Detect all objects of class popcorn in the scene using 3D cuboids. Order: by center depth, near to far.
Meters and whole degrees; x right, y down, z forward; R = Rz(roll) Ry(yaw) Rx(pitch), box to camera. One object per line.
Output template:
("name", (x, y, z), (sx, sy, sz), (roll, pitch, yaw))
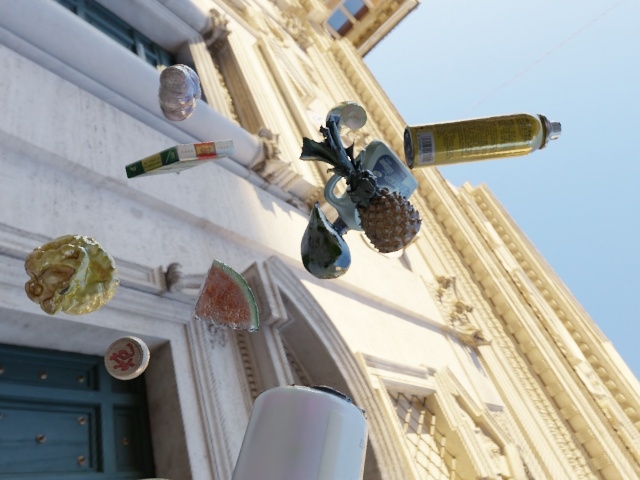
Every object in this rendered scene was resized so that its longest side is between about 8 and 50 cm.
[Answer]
("popcorn", (-0.507, 0.072, 1.011), (0.170, 0.180, 0.180), (154, -47, -76))

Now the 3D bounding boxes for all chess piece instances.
("chess piece", (-0.378, 0.229, 0.968), (0.084, 0.038, 0.083), (0, -106, -1))

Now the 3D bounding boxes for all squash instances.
("squash", (0.064, -0.323, 1.303), (0.083, 0.083, 0.250), (-60, -167, 3))

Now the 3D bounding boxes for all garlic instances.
("garlic", (-0.357, -0.374, 1.257), (0.159, 0.102, 0.147), (137, -38, -71))

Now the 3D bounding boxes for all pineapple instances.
("pineapple", (0.072, -0.100, 0.932), (0.130, 0.277, 0.119), (-45, -169, -30))

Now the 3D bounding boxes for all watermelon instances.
("watermelon", (-0.366, 0.231, 1.835), (0.232, 0.310, 0.193), (-33, -176, -19))

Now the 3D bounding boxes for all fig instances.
("fig", (0.000, 0.000, 1.069), (0.117, 0.117, 0.177), (-33, -114, 25))

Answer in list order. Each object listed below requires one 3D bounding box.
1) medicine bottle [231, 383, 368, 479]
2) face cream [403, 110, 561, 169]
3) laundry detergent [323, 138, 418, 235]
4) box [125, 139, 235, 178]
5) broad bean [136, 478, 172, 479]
("medicine bottle", (-0.050, 0.438, 0.775), (0.213, 0.213, 0.378), (-20, -143, 32))
("face cream", (0.372, -0.233, 1.131), (0.349, 0.105, 0.105), (-8, -118, -1))
("laundry detergent", (0.118, -0.125, 1.395), (0.280, 0.215, 0.105), (-43, -153, 3))
("box", (-0.300, -0.169, 1.040), (0.235, 0.132, 0.034), (-5, -82, 45))
("broad bean", (-0.258, 0.394, 0.611), (0.121, 0.263, 0.189), (16, -93, 44))
